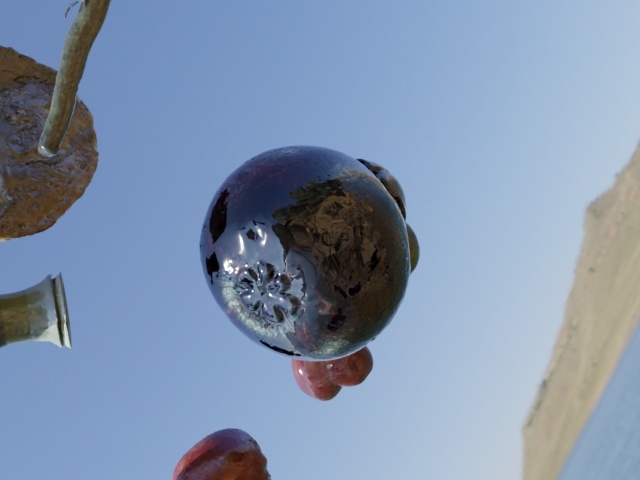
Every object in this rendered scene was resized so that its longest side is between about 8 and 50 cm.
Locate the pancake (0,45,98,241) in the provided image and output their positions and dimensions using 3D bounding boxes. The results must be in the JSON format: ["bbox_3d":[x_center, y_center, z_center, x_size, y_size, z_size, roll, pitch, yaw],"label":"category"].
[{"bbox_3d":[-0.517,-0.146,1.492,0.387,0.387,0.082,-49,-9,-37],"label":"pancake"}]

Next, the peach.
[{"bbox_3d":[0.012,0.225,1.906,0.152,0.152,0.152,-53,-20,-29],"label":"peach"}]

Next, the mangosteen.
[{"bbox_3d":[-0.012,0.004,1.352,0.300,0.300,0.300,-53,-20,-29],"label":"mangosteen"}]

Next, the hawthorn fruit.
[{"bbox_3d":[-0.179,0.389,1.573,0.203,0.163,0.163,-18,-34,-14],"label":"hawthorn fruit"}]

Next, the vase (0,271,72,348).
[{"bbox_3d":[-0.536,0.129,1.479,0.321,0.173,0.173,-10,-40,-15],"label":"vase"}]

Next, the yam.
[{"bbox_3d":[-0.194,-0.181,0.830,0.029,0.027,0.234,32,-106,-68],"label":"yam"}]
